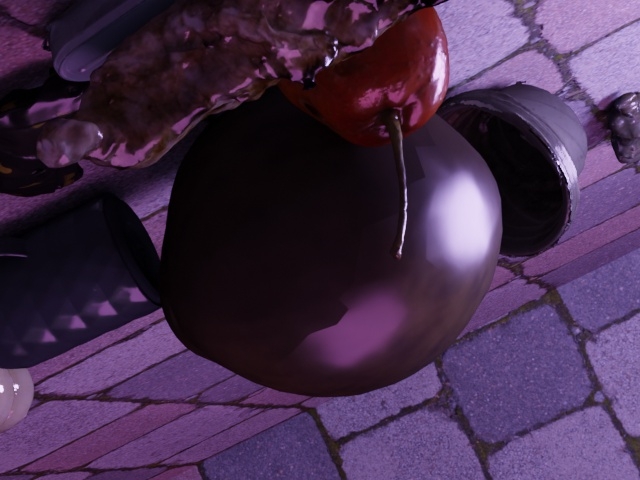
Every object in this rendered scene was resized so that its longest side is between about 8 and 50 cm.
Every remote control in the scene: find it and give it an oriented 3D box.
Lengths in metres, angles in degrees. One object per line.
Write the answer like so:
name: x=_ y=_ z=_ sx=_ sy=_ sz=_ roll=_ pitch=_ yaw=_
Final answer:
remote control: x=-0.118 y=-0.206 z=1.301 sx=0.247 sy=0.052 sz=0.104 roll=-29 pitch=167 yaw=19

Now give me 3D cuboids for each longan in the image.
longan: x=0.000 y=0.000 z=1.677 sx=0.405 sy=0.336 sz=0.404 roll=-27 pitch=-177 yaw=1

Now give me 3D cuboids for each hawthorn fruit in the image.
hawthorn fruit: x=0.054 y=-0.121 z=1.436 sx=0.165 sy=0.285 sz=0.165 roll=-12 pitch=143 yaw=-9

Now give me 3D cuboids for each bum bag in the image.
bum bag: x=-0.266 y=-0.088 z=1.481 sx=0.107 sy=0.060 sz=0.232 roll=-10 pitch=161 yaw=-17

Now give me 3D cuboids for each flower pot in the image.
flower pot: x=0.246 y=-0.107 z=2.023 sx=0.140 sy=0.235 sz=0.235 roll=-45 pitch=-178 yaw=-39

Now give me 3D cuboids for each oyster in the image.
oyster: x=-0.046 y=-0.156 z=1.312 sx=0.396 sy=0.111 sz=0.204 roll=-29 pitch=175 yaw=-3

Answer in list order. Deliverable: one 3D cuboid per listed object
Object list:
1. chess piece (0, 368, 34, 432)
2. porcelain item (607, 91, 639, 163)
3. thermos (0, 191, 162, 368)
chess piece: x=-0.472 y=0.205 z=2.065 sx=0.167 sy=0.167 sz=0.300 roll=-27 pitch=170 yaw=9
porcelain item: x=0.470 y=-0.181 z=2.390 sx=0.081 sy=0.069 sz=0.215 roll=-21 pitch=162 yaw=8
thermos: x=-0.331 y=0.058 z=1.777 sx=0.287 sy=0.145 sz=0.182 roll=-25 pitch=135 yaw=7
